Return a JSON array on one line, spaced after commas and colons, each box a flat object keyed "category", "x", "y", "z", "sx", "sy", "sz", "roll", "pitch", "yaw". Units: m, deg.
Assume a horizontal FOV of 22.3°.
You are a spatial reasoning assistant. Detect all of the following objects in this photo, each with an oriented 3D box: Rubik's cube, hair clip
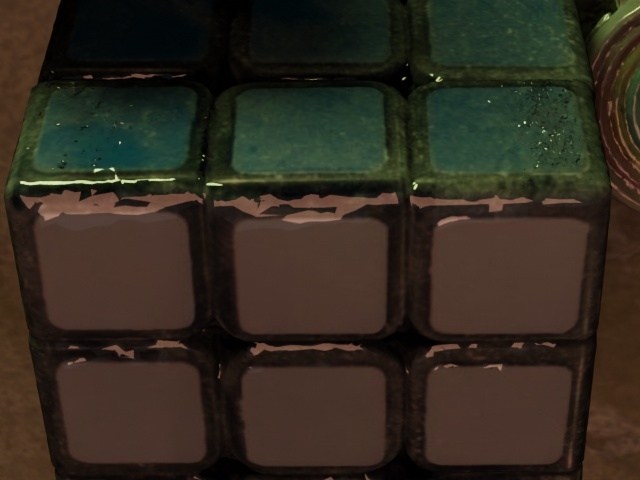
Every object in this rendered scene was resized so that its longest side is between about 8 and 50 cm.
[{"category": "Rubik's cube", "x": 0.000, "y": 0.000, "z": 0.963, "sx": 0.301, "sy": 0.305, "sz": 0.303, "roll": 1, "pitch": 130, "yaw": 1}, {"category": "hair clip", "x": 0.215, "y": -0.098, "z": 0.976, "sx": 0.140, "sy": 0.054, "sz": 0.220, "roll": -15, "pitch": 102, "yaw": 5}]
